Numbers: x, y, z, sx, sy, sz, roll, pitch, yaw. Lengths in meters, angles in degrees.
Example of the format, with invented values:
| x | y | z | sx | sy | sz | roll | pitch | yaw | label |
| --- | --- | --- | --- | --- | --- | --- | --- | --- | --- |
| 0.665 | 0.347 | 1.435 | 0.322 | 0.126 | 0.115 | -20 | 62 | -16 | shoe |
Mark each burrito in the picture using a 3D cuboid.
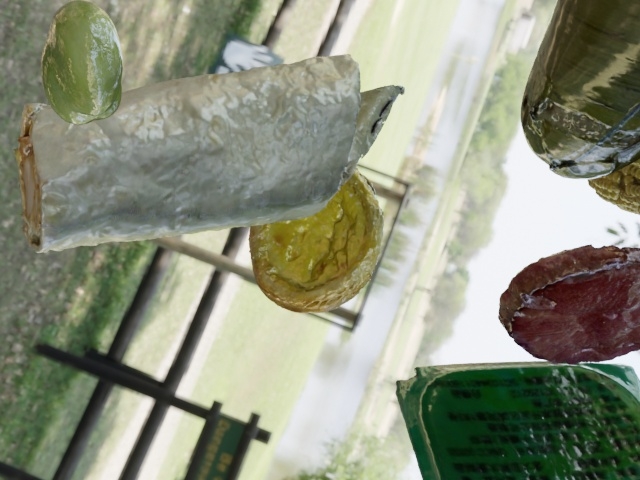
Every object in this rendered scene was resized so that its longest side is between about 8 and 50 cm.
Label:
| x | y | z | sx | sy | sz | roll | pitch | yaw | label |
| --- | --- | --- | --- | --- | --- | --- | --- | --- | --- |
| -0.104 | -0.069 | 0.764 | 0.105 | 0.299 | 0.143 | -136 | -141 | -55 | burrito |
| 0.036 | -0.120 | 0.987 | 0.149 | 0.055 | 0.041 | -59 | -174 | -11 | burrito |

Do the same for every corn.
| x | y | z | sx | sy | sz | roll | pitch | yaw | label |
| --- | --- | --- | --- | --- | --- | --- | --- | --- | --- |
| 0.391 | -0.063 | 1.035 | 0.288 | 0.086 | 0.087 | -126 | -127 | -71 | corn |

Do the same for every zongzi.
| x | y | z | sx | sy | sz | roll | pitch | yaw | label |
| --- | --- | --- | --- | --- | --- | --- | --- | --- | --- |
| 0.390 | -0.158 | 0.842 | 0.160 | 0.360 | 0.323 | -55 | 162 | -41 | zongzi |

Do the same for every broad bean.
| x | y | z | sx | sy | sz | roll | pitch | yaw | label |
| --- | --- | --- | --- | --- | --- | --- | --- | --- | --- |
| -0.135 | -0.102 | 0.513 | 0.045 | 0.063 | 0.083 | -15 | 161 | -24 | broad bean |

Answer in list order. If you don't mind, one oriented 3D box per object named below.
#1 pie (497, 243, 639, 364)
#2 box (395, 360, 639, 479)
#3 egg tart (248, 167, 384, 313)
| x | y | z | sx | sy | sz | roll | pitch | yaw | label |
| --- | --- | --- | --- | --- | --- | --- | --- | --- | --- |
| 0.227 | 0.054 | 0.750 | 0.155 | 0.154 | 0.036 | 101 | -10 | -48 | pie |
| 0.216 | 0.259 | 0.813 | 0.337 | 0.264 | 0.106 | -104 | -163 | -50 | box |
| 0.000 | 0.000 | 1.052 | 0.074 | 0.191 | 0.191 | 37 | 71 | -55 | egg tart |
